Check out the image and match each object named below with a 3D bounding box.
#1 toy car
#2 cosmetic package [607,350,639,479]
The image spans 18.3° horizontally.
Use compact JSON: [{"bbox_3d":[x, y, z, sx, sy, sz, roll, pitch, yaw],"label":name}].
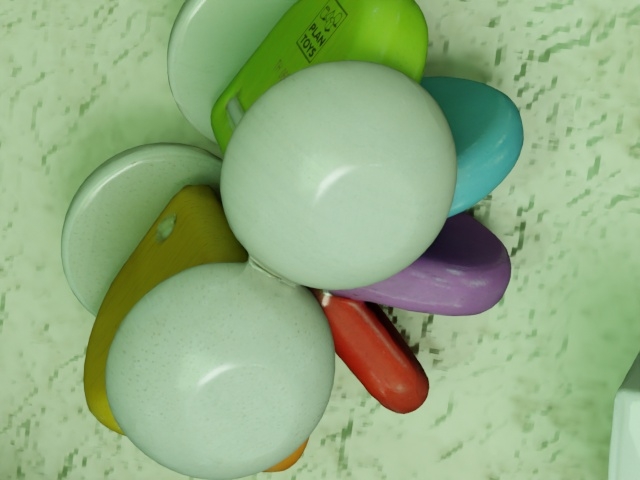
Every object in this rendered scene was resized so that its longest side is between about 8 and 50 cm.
[{"bbox_3d":[0.000,0.000,0.686,0.136,0.159,0.182,24,107,-24],"label":"toy car"},{"bbox_3d":[0.213,0.079,0.638,0.231,0.117,0.085,3,99,14],"label":"cosmetic package"}]
